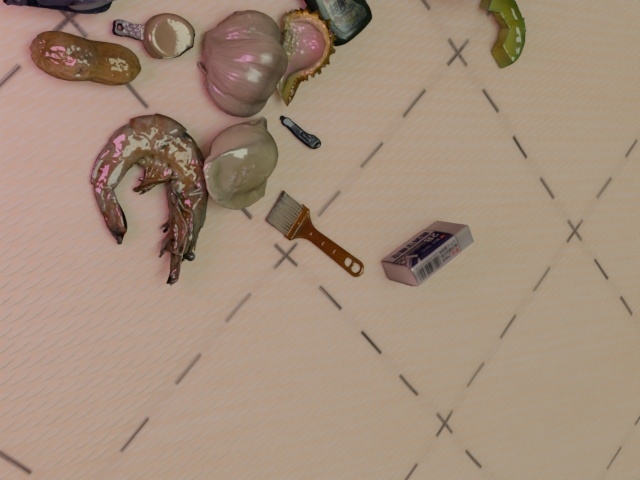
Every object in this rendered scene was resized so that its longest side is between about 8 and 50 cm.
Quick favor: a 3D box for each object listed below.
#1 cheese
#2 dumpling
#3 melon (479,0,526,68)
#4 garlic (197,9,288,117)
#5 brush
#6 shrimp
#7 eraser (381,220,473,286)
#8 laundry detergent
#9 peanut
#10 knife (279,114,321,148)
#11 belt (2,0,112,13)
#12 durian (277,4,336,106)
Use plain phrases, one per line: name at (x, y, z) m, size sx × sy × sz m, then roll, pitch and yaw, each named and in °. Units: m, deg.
cheese at (-0.336, -0.411, 1.674) m, size 0.171 × 0.048 × 0.092 m, roll -17°, pitch 103°, yaw -31°
dumpling at (-0.167, -0.154, 1.765) m, size 0.252 × 0.132 × 0.179 m, roll -51°, pitch 146°, yaw -53°
melon at (0.486, -0.574, 2.186) m, size 0.118 × 0.064 × 0.209 m, roll -40°, pitch 113°, yaw -17°
garlic at (-0.152, -0.373, 1.748) m, size 0.178 × 0.143 × 0.229 m, roll 6°, pitch 101°, yaw -35°
brush at (0.000, 0.000, 1.970) m, size 0.314 × 0.017 × 0.090 m, roll 37°, pitch 79°, yaw -32°
shrimp at (-0.343, -0.080, 1.703) m, size 0.247 × 0.085 × 0.360 m, roll -8°, pitch 97°, yaw -23°
eraser at (0.271, 0.029, 2.085) m, size 0.210 × 0.125 × 0.067 m, roll -35°, pitch 113°, yaw -25°
laundry detergent at (0.020, -0.564, 1.872) m, size 0.144 × 0.078 × 0.221 m, roll -46°, pitch 116°, yaw -22°
peanut at (-0.449, -0.346, 1.590) m, size 0.214 × 0.100 × 0.099 m, roll 5°, pitch 94°, yaw -39°
knife at (-0.047, -0.250, 1.903) m, size 0.121 × 0.018 × 0.031 m, roll 38°, pitch 83°, yaw -30°
belt at (-0.485, -0.487, 1.529) m, size 0.218 × 0.128 × 0.122 m, roll -2°, pitch 60°, yaw -35°
durian at (-0.038, -0.406, 1.849) m, size 0.140 × 0.078 × 0.224 m, roll 21°, pitch 98°, yaw 10°
